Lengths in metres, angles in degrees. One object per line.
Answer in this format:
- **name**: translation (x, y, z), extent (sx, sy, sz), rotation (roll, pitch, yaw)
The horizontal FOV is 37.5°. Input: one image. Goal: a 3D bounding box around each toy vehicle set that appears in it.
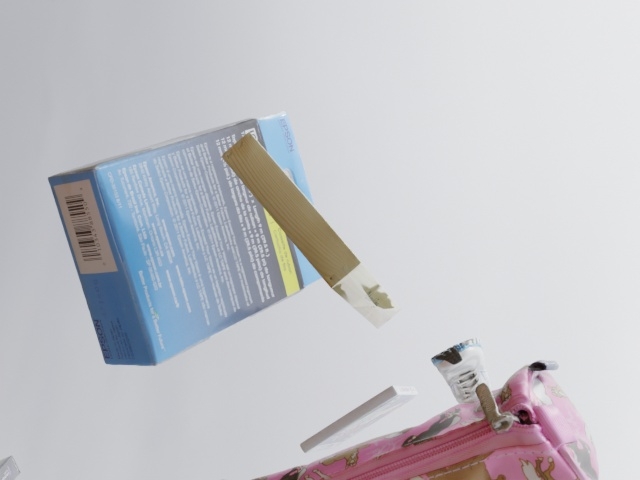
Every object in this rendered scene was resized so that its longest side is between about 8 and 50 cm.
- **toy vehicle set**: translation (0.000, 0.000, 0.959), extent (0.035, 0.267, 0.166), rotation (-40, -107, 1)

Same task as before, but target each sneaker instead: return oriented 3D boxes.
- **sneaker**: translation (0.202, 0.188, 1.275), extent (0.071, 0.190, 0.083), rotation (-24, -112, 8)

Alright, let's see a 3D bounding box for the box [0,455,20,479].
- **box**: translation (-0.414, 0.287, 1.020), extent (0.116, 0.162, 0.029), rotation (167, -98, -80)

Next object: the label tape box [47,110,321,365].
- **label tape box**: translation (-0.156, -0.014, 1.246), extent (0.115, 0.348, 0.249), rotation (-7, -77, 40)

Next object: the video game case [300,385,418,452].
- **video game case**: translation (0.075, 0.326, 1.727), extent (0.201, 0.183, 0.023), rotation (-35, -107, 10)

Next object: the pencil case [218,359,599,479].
- **pencil case**: translation (0.072, 0.250, 0.904), extent (0.386, 0.167, 0.160), rotation (-25, -172, 17)
